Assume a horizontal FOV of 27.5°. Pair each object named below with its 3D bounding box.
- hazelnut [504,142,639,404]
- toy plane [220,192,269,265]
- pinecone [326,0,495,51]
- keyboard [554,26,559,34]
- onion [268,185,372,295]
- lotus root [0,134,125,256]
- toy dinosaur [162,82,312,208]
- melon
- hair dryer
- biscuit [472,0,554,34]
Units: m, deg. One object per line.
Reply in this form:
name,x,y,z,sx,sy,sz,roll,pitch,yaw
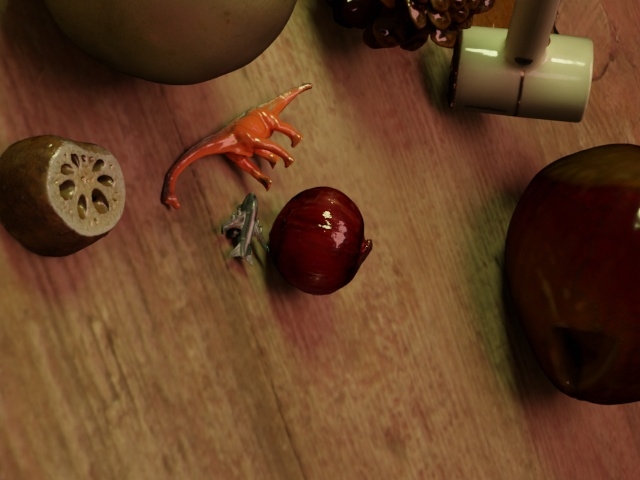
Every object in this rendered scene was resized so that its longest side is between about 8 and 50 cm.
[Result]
hazelnut,0.455,0.036,1.952,0.429,0.402,0.402,-24,98,-58
toy plane,-0.086,-0.015,1.503,0.078,0.031,0.083,26,59,-47
pinecone,0.111,-0.362,1.706,0.264,0.264,0.264,21,62,-49
keyboard,0.401,-0.363,2.286,0.198,0.010,0.064,57,38,-24
onion,0.000,0.000,1.539,0.131,0.131,0.131,21,62,-49
lotus root,-0.249,-0.042,1.263,0.122,0.081,0.112,13,77,-51
toy dinosaur,-0.085,-0.106,1.515,0.101,0.055,0.279,39,42,-4
melon,-0.148,-0.290,1.314,0.330,0.268,0.269,-40,113,-74
hair dryer,0.294,-0.293,1.812,0.362,0.203,0.128,92,5,-66
biscuit,0.271,-0.406,2.086,0.351,0.057,0.312,25,60,-49
